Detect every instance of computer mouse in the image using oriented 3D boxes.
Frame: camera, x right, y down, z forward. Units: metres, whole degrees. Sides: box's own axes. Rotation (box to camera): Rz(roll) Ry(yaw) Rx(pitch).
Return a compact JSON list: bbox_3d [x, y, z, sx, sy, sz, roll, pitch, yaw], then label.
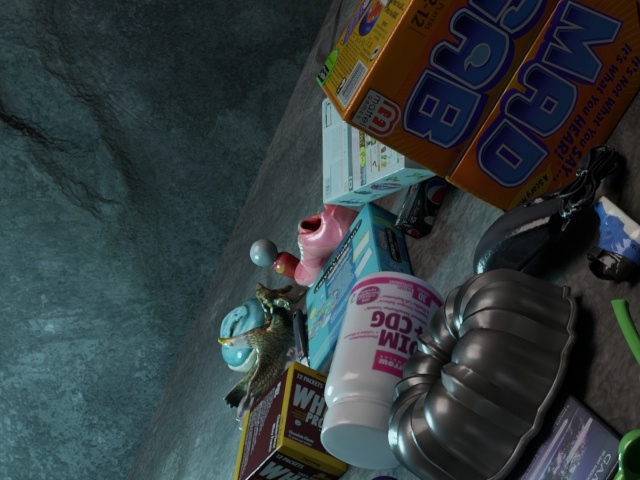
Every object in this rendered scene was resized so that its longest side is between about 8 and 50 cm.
[{"bbox_3d":[0.294,-0.028,1.651,0.272,0.072,0.188,-50,-3,38],"label":"computer mouse"}]

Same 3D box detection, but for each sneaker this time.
[{"bbox_3d":[0.363,0.002,1.492,0.084,0.058,0.152,-50,23,11],"label":"sneaker"},{"bbox_3d":[0.000,-0.001,2.624,0.314,0.136,0.116,-44,22,52],"label":"sneaker"}]

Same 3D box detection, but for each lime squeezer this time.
[{"bbox_3d":[0.320,0.193,1.234,0.110,0.059,0.310,1,60,35],"label":"lime squeezer"}]

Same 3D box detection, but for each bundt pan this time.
[{"bbox_3d":[0.195,0.176,1.557,0.330,0.124,0.331,-60,7,12],"label":"bundt pan"}]

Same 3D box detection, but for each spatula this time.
[{"bbox_3d":[-0.021,0.252,2.321,0.084,0.030,0.296,-50,41,37],"label":"spatula"}]

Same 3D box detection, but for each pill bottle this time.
[{"bbox_3d":[0.097,0.203,1.851,0.160,0.160,0.283,-45,22,49],"label":"pill bottle"}]

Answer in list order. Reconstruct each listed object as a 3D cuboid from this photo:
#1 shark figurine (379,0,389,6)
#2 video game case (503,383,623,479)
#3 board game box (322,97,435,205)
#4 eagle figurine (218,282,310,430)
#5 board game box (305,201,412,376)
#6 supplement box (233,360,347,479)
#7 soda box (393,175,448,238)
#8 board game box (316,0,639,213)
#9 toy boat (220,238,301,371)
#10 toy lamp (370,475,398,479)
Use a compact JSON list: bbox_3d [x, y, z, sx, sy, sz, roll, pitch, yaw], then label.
[{"bbox_3d":[0.099,-0.393,1.692,0.278,0.166,0.116,25,113,59],"label":"shark figurine"},{"bbox_3d":[0.264,0.278,1.395,0.196,0.026,0.274,-60,15,6],"label":"video game case"},{"bbox_3d":[0.115,-0.206,2.278,0.303,0.098,0.224,-21,67,60],"label":"board game box"},{"bbox_3d":[-0.112,0.247,2.555,0.226,0.225,0.298,-11,-77,-57],"label":"eagle figurine"},{"bbox_3d":[0.071,0.102,2.298,0.253,0.079,0.336,-57,15,20],"label":"board game box"},{"bbox_3d":[-0.048,0.359,2.118,0.194,0.129,0.191,-50,21,39],"label":"supplement box"},{"bbox_3d":[0.201,-0.091,2.253,0.060,0.053,0.168,-29,36,65],"label":"soda box"},{"bbox_3d":[0.249,-0.287,1.825,0.356,0.356,0.356,-59,14,12],"label":"board game box"},{"bbox_3d":[-0.156,0.161,2.849,0.318,0.148,0.267,-65,14,-8],"label":"toy boat"},{"bbox_3d":[0.110,0.404,1.598,0.080,0.080,0.274,-60,15,7],"label":"toy lamp"}]
